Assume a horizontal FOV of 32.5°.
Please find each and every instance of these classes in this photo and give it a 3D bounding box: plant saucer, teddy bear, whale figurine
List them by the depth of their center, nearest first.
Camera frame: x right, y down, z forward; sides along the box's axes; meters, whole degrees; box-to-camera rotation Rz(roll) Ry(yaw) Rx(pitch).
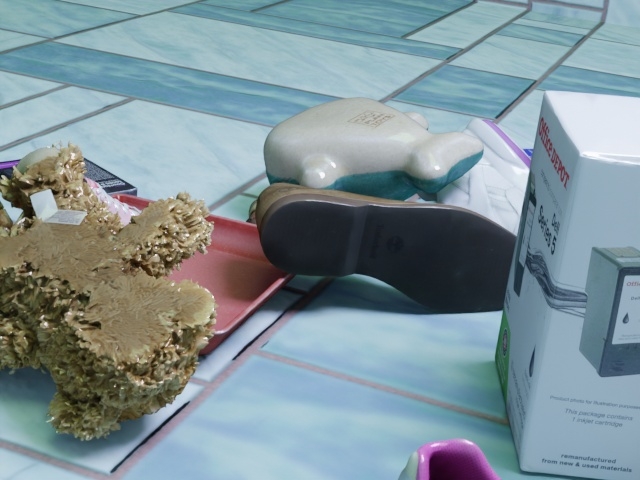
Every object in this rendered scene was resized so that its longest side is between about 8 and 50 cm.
[{"bbox_3d":[-0.213,0.037,0.951,0.338,0.113,0.245,23,52,27],"label":"teddy bear"},{"bbox_3d":[-0.162,0.033,1.112,0.259,0.047,0.258,14,23,17],"label":"plant saucer"},{"bbox_3d":[0.061,-0.080,1.293,0.272,0.141,0.216,10,31,40],"label":"whale figurine"}]

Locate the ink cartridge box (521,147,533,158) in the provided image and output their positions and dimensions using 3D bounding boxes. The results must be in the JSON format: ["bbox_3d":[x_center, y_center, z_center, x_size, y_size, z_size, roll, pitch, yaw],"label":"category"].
[{"bbox_3d":[0.318,-0.075,1.485,0.333,0.065,0.165,-2,23,-15],"label":"ink cartridge box"}]

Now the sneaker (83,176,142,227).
[{"bbox_3d":[-0.210,-0.029,1.099,0.134,0.070,0.051,-8,24,-34],"label":"sneaker"}]

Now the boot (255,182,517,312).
[{"bbox_3d":[0.079,-0.006,1.142,0.305,0.112,0.115,13,18,-17],"label":"boot"}]

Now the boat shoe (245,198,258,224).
[{"bbox_3d":[0.000,0.000,1.232,0.178,0.064,0.060,9,52,11],"label":"boat shoe"}]

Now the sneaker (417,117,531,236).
[{"bbox_3d":[0.216,-0.005,1.256,0.114,0.152,0.305,43,11,-45],"label":"sneaker"}]

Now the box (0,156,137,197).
[{"bbox_3d":[-0.316,-0.068,1.349,0.116,0.029,0.162,-14,28,-39],"label":"box"}]

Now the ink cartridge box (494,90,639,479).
[{"bbox_3d":[0.229,0.030,0.915,0.115,0.272,0.198,6,22,0],"label":"ink cartridge box"}]

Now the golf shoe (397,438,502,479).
[{"bbox_3d":[0.133,0.223,0.595,0.115,0.140,0.306,-11,29,-40],"label":"golf shoe"}]
